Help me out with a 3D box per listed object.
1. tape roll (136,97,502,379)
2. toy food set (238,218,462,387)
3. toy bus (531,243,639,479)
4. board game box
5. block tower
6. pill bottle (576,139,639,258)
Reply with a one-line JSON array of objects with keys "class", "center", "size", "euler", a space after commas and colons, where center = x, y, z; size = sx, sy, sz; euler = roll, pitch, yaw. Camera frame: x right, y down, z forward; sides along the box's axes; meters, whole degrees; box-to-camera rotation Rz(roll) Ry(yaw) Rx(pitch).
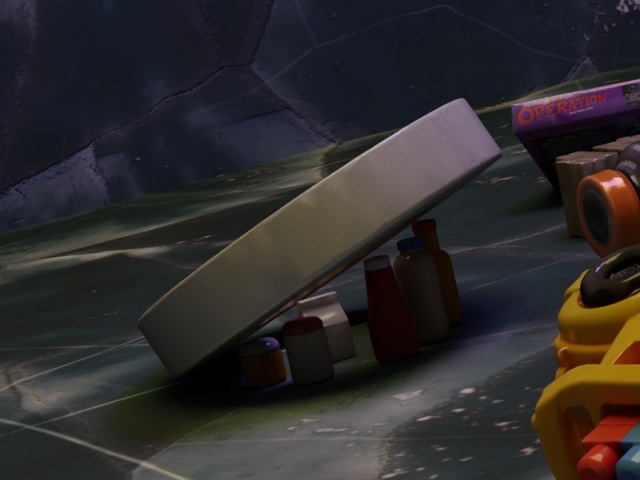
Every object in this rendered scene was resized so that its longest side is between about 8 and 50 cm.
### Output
[{"class": "tape roll", "center": [0.000, 0.000, 1.790], "size": [0.392, 0.072, 0.392], "euler": [-35, -3, -2]}, {"class": "toy food set", "center": [0.032, 0.059, 1.740], "size": [0.232, 0.104, 0.111], "euler": [-16, 9, -18]}, {"class": "toy bus", "center": [0.207, 0.110, 1.126], "size": [0.211, 0.149, 0.220], "euler": [-38, 19, -33]}, {"class": "board game box", "center": [0.437, -0.150, 2.368], "size": [0.347, 0.056, 0.208], "euler": [-10, -18, 18]}, {"class": "block tower", "center": [0.431, -0.091, 2.166], "size": [0.335, 0.097, 0.091], "euler": [-15, 10, -21]}, {"class": "pill bottle", "center": [0.383, -0.052, 1.860], "size": [0.246, 0.130, 0.130], "euler": [-15, 9, -16]}]
